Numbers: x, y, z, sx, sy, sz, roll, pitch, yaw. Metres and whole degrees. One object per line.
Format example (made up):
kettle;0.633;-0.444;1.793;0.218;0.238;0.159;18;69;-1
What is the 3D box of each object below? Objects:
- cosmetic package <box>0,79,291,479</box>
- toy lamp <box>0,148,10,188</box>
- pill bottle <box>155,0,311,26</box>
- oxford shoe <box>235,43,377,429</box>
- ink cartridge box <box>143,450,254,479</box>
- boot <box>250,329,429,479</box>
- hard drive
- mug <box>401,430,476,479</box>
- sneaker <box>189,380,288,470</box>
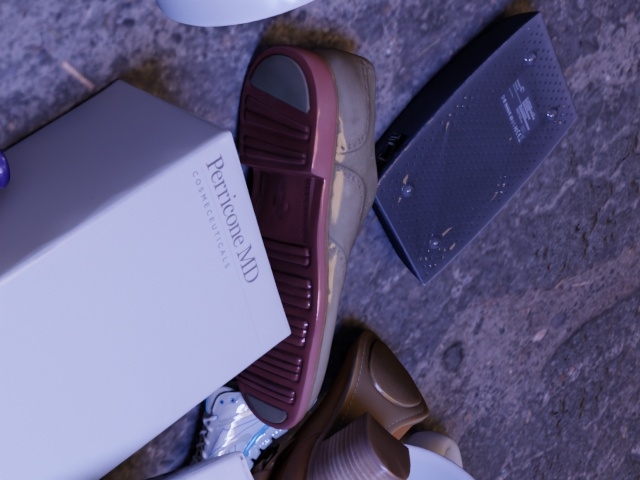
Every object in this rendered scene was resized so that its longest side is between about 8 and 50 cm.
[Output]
cosmetic package;-0.227;0.072;1.077;0.385;0.156;0.217;-36;131;-24
toy lamp;-0.237;-0.173;0.994;0.080;0.080;0.274;-8;120;-42
pill bottle;-0.092;-0.353;0.900;0.229;0.229;0.407;-38;129;-24
oxford shoe;0.000;0.000;1.275;0.130;0.123;0.348;-10;113;-46
ink cartridge box;-0.180;0.275;1.147;0.198;0.273;0.114;-22;86;-35
boot;-0.007;0.217;1.393;0.220;0.283;0.109;-39;109;19
hard drive;0.147;-0.097;1.428;0.254;0.054;0.172;-47;136;-15
mug;0.090;0.377;1.505;0.328;0.276;0.374;72;29;-46
sneaker;-0.092;0.178;1.348;0.083;0.071;0.190;44;81;-22
